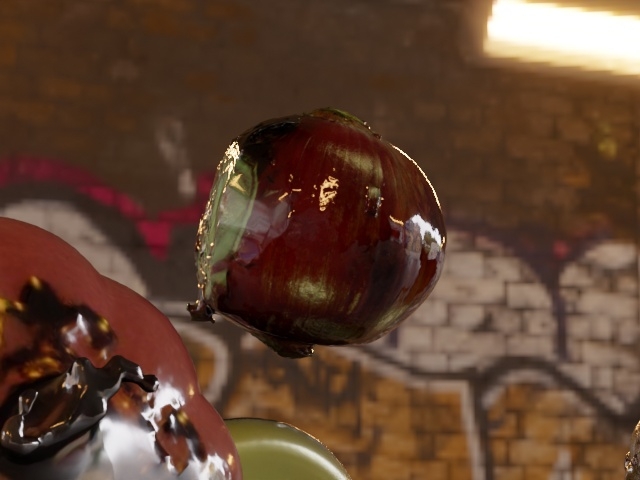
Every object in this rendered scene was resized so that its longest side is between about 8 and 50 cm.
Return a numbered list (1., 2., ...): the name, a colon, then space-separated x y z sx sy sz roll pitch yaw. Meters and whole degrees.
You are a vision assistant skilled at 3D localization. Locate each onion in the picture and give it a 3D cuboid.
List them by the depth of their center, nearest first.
1. onion: 0.000 0.000 0.744 0.118 0.119 0.117 3 18 -11

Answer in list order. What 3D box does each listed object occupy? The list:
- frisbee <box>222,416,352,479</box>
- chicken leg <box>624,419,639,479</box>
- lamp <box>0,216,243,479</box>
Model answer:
1. frisbee: -0.050 0.204 0.857 0.017 0.236 0.236 11 -3 45
2. chicken leg: 0.216 0.083 0.816 0.198 0.085 0.069 -45 -24 22
3. lamp: -0.099 0.077 0.491 0.182 0.182 0.140 13 -22 -40
